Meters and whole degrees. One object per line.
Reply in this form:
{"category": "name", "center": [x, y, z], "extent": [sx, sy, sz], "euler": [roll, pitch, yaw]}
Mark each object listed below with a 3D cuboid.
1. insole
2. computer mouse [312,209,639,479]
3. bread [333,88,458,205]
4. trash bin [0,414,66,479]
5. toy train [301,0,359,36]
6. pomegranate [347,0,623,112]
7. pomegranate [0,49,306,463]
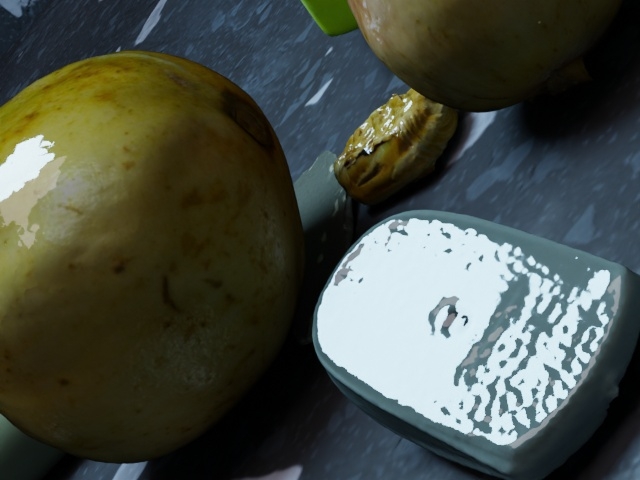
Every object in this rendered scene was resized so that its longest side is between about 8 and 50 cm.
{"category": "insole", "center": [0.000, 0.000, 1.262], "extent": [0.081, 0.011, 0.248], "euler": [-47, 21, 21]}
{"category": "computer mouse", "center": [0.084, 0.055, 0.900], "extent": [0.231, 0.079, 0.128], "euler": [25, 80, 54]}
{"category": "bread", "center": [0.055, -0.072, 1.215], "extent": [0.111, 0.044, 0.083], "euler": [-29, 29, 53]}
{"category": "trash bin", "center": [-0.298, 0.159, 1.501], "extent": [0.247, 0.121, 0.243], "euler": [-44, 21, 11]}
{"category": "toy train", "center": [-0.007, -0.343, 1.481], "extent": [0.179, 0.272, 0.442], "euler": [-33, 23, 11]}
{"category": "pomegranate", "center": [0.103, -0.171, 1.075], "extent": [0.191, 0.191, 0.191], "euler": [-44, 21, 22]}
{"category": "pomegranate", "center": [-0.139, 0.007, 1.191], "extent": [0.307, 0.307, 0.307], "euler": [-44, 21, 22]}
